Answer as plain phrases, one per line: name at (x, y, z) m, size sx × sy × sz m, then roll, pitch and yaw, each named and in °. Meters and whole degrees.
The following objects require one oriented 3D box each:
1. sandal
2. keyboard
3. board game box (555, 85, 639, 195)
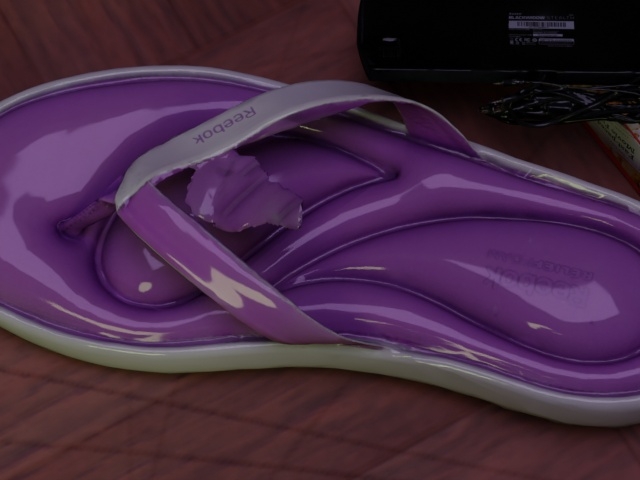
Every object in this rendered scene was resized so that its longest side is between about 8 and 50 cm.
sandal at (0.002, -0.014, 0.985) m, size 0.416 × 0.102 × 0.169 m, roll 8°, pitch 68°, yaw 3°
keyboard at (0.114, -0.091, 1.018) m, size 0.192 × 0.038 × 0.100 m, roll 1°, pitch 47°, yaw 5°
board game box at (0.233, -0.065, 1.040) m, size 0.146 × 0.045 × 0.193 m, roll -31°, pitch 72°, yaw -12°
